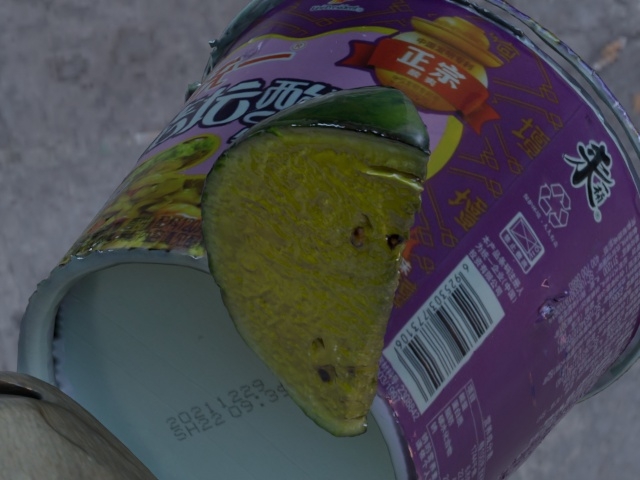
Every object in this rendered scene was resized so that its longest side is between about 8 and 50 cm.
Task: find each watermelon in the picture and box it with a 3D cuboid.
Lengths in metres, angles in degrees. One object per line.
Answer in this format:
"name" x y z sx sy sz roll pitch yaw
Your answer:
"watermelon" -0.011 -0.002 0.688 0.075 0.181 0.092 -6 51 -15

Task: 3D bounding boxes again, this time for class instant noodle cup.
"instant noodle cup" 0.000 0.046 0.944 0.339 0.340 0.266 26 43 16

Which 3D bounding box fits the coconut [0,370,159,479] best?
"coconut" -0.142 0.148 0.592 0.224 0.224 0.224 1 54 -1
